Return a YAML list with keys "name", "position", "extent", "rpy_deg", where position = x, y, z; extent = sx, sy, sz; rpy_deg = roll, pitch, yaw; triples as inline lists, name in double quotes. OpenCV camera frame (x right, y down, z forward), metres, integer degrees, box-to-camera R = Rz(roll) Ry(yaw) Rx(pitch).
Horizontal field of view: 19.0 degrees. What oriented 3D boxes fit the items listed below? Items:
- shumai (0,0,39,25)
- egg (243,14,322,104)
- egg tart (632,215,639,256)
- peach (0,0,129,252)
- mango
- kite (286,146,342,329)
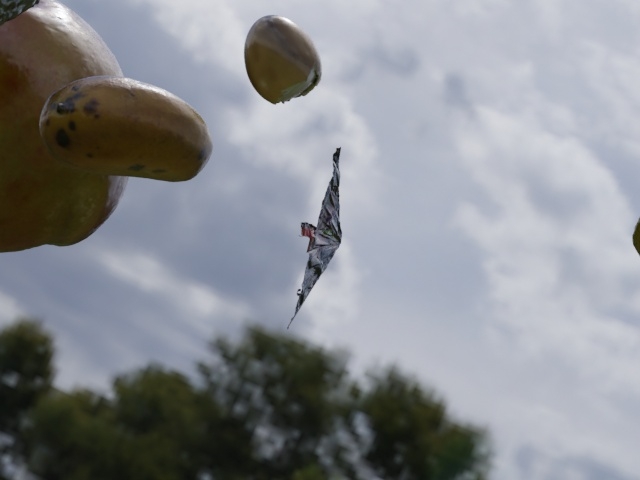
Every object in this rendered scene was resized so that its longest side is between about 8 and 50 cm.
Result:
- name: "shumai"
  position: [-0.409, -0.321, 1.957]
  extent: [0.260, 0.225, 0.222]
  rpy_deg: [1, -62, 6]
- name: "egg"
  position: [-0.043, -0.192, 2.015]
  extent: [0.096, 0.080, 0.080]
  rpy_deg: [62, -18, 5]
- name: "egg tart"
  position: [0.356, -0.015, 2.009]
  extent: [0.039, 0.105, 0.105]
  rpy_deg: [32, -15, 19]
- name: "peach"
  position: [-0.372, -0.146, 2.330]
  extent: [0.307, 0.332, 0.308]
  rpy_deg: [-5, 13, 1]
- name: "mango"
  position: [-0.181, -0.104, 1.833]
  extent: [0.178, 0.090, 0.115]
  rpy_deg: [13, -26, -25]
- name: "kite"
  position: [0.001, 0.000, 2.342]
  extent: [0.009, 0.232, 0.189]
  rpy_deg: [12, -4, 16]
